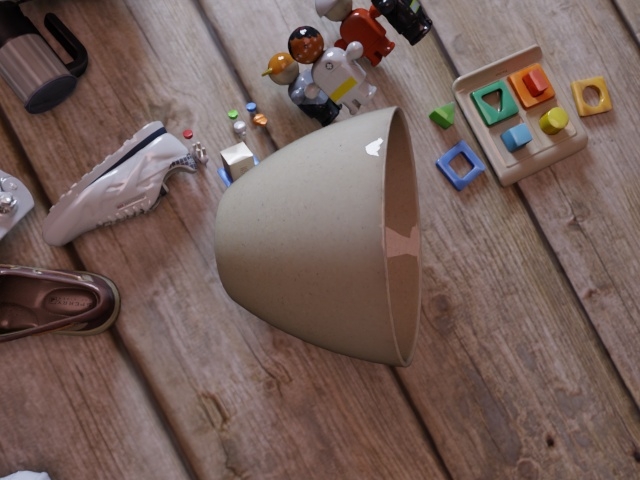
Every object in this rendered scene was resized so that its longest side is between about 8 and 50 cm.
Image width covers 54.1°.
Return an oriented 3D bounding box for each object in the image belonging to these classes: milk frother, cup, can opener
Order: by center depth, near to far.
[{"bbox_3d":[-0.470,0.013,0.788,0.074,0.093,0.280,47,40,-22],"label":"can opener"},{"bbox_3d":[0.000,0.000,0.840,0.236,0.331,0.331,-3,83,16],"label":"cup"},{"bbox_3d":[-0.396,-0.275,0.861,0.129,0.143,0.135,-40,92,-16],"label":"milk frother"}]

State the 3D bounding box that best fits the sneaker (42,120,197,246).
[{"bbox_3d":[-0.285,-0.064,0.889,0.235,0.090,0.095,-43,102,-11],"label":"sneaker"}]

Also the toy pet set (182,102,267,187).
[{"bbox_3d":[-0.127,-0.132,0.947,0.122,0.065,0.114,-26,54,-15],"label":"toy pet set"}]

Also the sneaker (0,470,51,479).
[{"bbox_3d":[-0.535,0.311,0.768,0.365,0.137,0.210,-19,90,-8],"label":"sneaker"}]

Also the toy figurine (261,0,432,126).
[{"bbox_3d":[0.029,-0.286,0.904,0.148,0.213,0.210,42,83,-16],"label":"toy figurine"}]

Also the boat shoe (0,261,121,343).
[{"bbox_3d":[-0.445,0.080,0.819,0.341,0.123,0.123,4,83,-10],"label":"boat shoe"}]

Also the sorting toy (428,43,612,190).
[{"bbox_3d":[0.338,-0.212,1.034,0.347,0.047,0.196,-26,88,-12],"label":"sorting toy"}]
